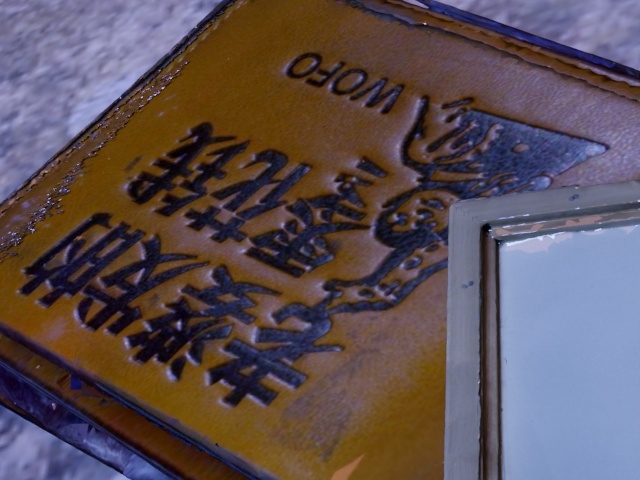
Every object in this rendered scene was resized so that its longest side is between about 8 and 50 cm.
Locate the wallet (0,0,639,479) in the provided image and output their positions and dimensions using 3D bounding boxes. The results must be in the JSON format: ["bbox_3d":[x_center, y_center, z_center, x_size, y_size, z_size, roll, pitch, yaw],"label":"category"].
[{"bbox_3d":[-0.002,-0.001,0.499,0.161,0.042,0.195,-47,41,-18],"label":"wallet"}]

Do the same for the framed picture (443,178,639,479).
[{"bbox_3d":[0.124,0.030,0.383,0.201,0.010,0.136,-8,45,13],"label":"framed picture"}]
